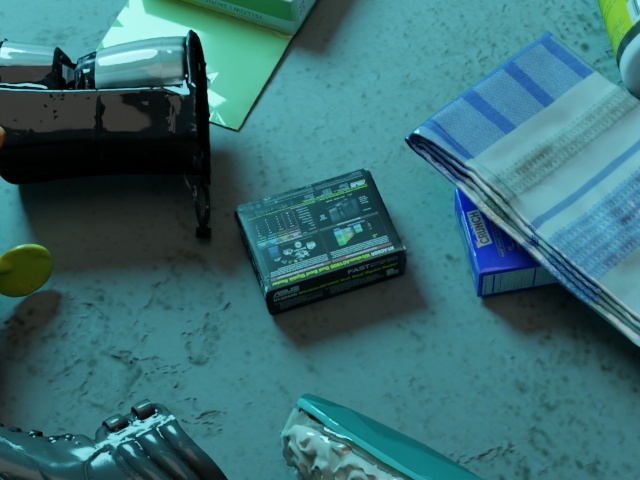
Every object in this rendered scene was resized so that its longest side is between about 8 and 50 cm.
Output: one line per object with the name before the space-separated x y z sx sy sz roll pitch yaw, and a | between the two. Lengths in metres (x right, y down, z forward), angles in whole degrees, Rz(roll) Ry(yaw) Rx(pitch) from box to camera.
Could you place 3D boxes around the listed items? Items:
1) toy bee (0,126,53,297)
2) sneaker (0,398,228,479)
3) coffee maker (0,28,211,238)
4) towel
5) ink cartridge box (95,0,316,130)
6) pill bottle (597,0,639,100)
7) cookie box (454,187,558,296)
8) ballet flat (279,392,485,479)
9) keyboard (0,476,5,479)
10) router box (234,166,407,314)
toy bee | -0.314 -0.019 1.368 0.195 0.162 0.298 -14 72 -51
sneaker | -0.195 0.167 1.290 0.296 0.104 0.147 30 60 16
coffee maker | -0.186 -0.092 1.453 0.178 0.120 0.171 -4 58 3
towel | 0.232 -0.045 1.399 0.285 0.034 0.209 42 54 18
ink cartridge box | -0.099 -0.226 1.581 0.171 0.056 0.235 19 57 16
pill bottle | 0.300 -0.230 1.515 0.119 0.119 0.208 -8 55 -1
cookie box | 0.171 -0.007 1.417 0.107 0.040 0.091 -9 55 -4
ballet flat | 0.128 0.243 1.201 0.409 0.147 0.147 24 60 20
keyboard | -0.179 0.254 1.177 0.317 0.033 0.201 4 76 8
router box | 0.000 0.000 1.426 0.122 0.038 0.092 -17 55 -7
